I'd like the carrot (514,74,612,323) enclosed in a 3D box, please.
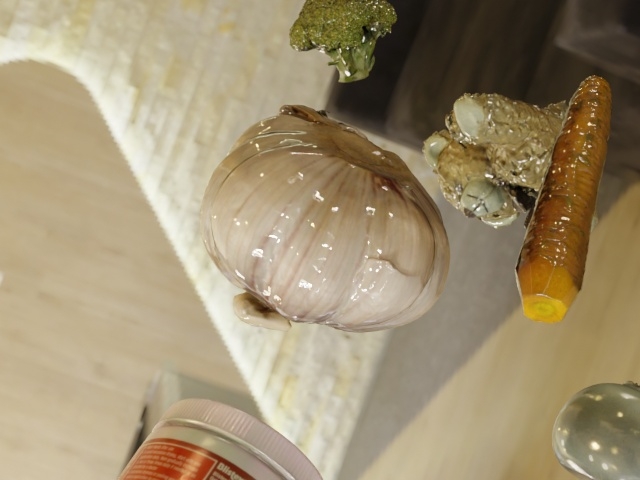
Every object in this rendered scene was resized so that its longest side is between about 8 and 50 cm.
[{"bbox_3d":[0.240,-0.055,1.328,0.066,0.066,0.314,122,170,-53],"label":"carrot"}]

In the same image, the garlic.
[{"bbox_3d":[0.009,-0.013,1.576,0.322,0.322,0.241,-83,-2,-58],"label":"garlic"}]

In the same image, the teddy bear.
[{"bbox_3d":[0.264,-0.108,1.996,0.256,0.267,0.156,-28,17,52],"label":"teddy bear"}]

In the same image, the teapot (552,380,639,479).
[{"bbox_3d":[0.364,0.236,1.571,0.129,0.193,0.294,-57,20,-7],"label":"teapot"}]

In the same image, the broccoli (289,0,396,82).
[{"bbox_3d":[0.028,-0.252,1.649,0.130,0.131,0.120,-69,-31,-71],"label":"broccoli"}]

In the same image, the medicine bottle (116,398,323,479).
[{"bbox_3d":[-0.150,0.367,1.729,0.241,0.253,0.252,-56,0,-33],"label":"medicine bottle"}]
